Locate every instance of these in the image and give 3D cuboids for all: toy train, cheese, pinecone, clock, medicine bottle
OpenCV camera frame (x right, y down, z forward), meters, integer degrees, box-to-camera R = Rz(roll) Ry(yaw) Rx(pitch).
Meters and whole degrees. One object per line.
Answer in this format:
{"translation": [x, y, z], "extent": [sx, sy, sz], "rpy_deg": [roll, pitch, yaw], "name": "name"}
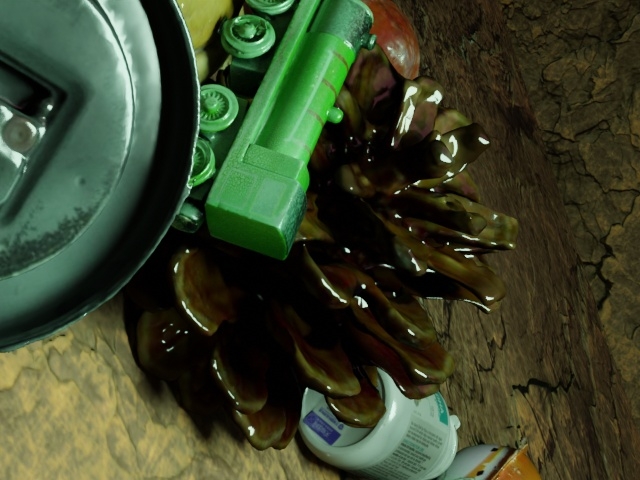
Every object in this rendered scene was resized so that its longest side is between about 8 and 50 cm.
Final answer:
{"translation": [-0.039, -0.107, 0.930], "extent": [0.085, 0.119, 0.251], "rpy_deg": [89, 22, -64], "name": "toy train"}
{"translation": [0.173, 0.343, 1.407], "extent": [0.129, 0.217, 0.329], "rpy_deg": [36, 29, 19], "name": "cheese"}
{"translation": [0.000, 0.000, 1.101], "extent": [0.397, 0.398, 0.397], "rpy_deg": [50, 28, -38], "name": "pinecone"}
{"translation": [-0.224, -0.080, 0.737], "extent": [0.061, 0.312, 0.312], "rpy_deg": [24, -25, 54], "name": "clock"}
{"translation": [0.076, 0.210, 1.340], "extent": [0.215, 0.135, 0.135], "rpy_deg": [36, 38, -53], "name": "medicine bottle"}

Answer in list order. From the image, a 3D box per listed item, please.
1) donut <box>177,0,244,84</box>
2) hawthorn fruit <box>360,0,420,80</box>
{"translation": [-0.227, -0.280, 0.942], "extent": [0.449, 0.198, 0.448], "rpy_deg": [37, 32, -29], "name": "donut"}
{"translation": [-0.014, -0.237, 1.497], "extent": [0.272, 0.242, 0.242], "rpy_deg": [40, 17, 13], "name": "hawthorn fruit"}
